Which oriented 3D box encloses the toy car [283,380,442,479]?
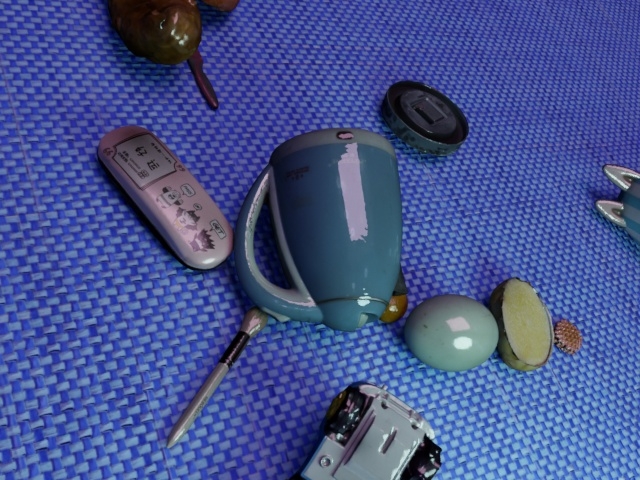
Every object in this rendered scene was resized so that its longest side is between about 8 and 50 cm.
[{"bbox_3d":[0.043,0.379,1.089,0.198,0.166,0.314,34,80,-4],"label":"toy car"}]

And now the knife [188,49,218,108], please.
[{"bbox_3d":[-0.264,-0.380,1.467,0.035,0.018,0.247,-13,67,-31],"label":"knife"}]

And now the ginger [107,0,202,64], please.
[{"bbox_3d":[-0.347,-0.464,1.389,0.165,0.172,0.321,-33,64,-13],"label":"ginger"}]

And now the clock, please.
[{"bbox_3d":[0.252,-0.297,1.661,0.226,0.049,0.226,16,45,-17],"label":"clock"}]

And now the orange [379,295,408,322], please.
[{"bbox_3d":[0.132,0.122,1.343,0.085,0.085,0.085,14,56,-21],"label":"orange"}]

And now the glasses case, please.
[{"bbox_3d":[-0.277,-0.078,1.237,0.314,0.075,0.122,50,48,7],"label":"glasses case"}]

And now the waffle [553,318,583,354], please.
[{"bbox_3d":[0.558,0.217,1.552,0.075,0.029,0.083,46,48,3],"label":"waffle"}]

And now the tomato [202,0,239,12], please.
[{"bbox_3d":[-0.267,-0.610,1.509,0.237,0.095,0.237,34,21,-15],"label":"tomato"}]

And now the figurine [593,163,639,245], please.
[{"bbox_3d":[0.929,-0.136,1.829,0.377,0.266,0.361,31,45,-10],"label":"figurine"}]

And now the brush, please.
[{"bbox_3d":[-0.172,0.220,1.146,0.042,0.039,0.299,36,54,0],"label":"brush"}]

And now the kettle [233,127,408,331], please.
[{"bbox_3d":[0.000,0.000,1.263,0.319,0.247,0.342,-1,70,-9],"label":"kettle"}]

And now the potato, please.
[{"bbox_3d":[0.412,0.183,1.461,0.164,0.081,0.200,16,58,-30],"label":"potato"}]

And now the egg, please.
[{"bbox_3d":[0.252,0.178,1.326,0.192,0.149,0.149,7,59,-19],"label":"egg"}]
